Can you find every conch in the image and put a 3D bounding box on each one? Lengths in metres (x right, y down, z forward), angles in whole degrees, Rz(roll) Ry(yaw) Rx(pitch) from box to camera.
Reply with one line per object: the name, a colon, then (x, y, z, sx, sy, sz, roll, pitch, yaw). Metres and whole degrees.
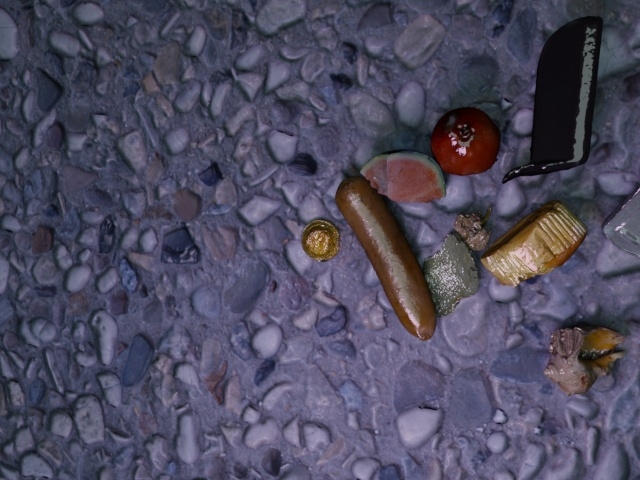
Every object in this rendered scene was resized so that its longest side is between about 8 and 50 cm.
conch: (0.679, 0.293, 1.207, 0.245, 0.178, 0.163, -9, 49, -11)

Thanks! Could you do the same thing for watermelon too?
watermelon: (0.237, -0.198, 1.266, 0.231, 0.146, 0.128, 2, 54, -11)

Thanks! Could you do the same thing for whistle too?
whistle: (0.862, -0.137, 1.108, 0.168, 0.188, 0.405, 35, 102, 9)

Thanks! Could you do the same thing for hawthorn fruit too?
hawthorn fruit: (0.375, -0.261, 1.220, 0.185, 0.202, 0.185, -1, 86, 18)

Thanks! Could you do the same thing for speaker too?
speaker: (0.571, -0.332, 1.180, 0.184, 0.180, 0.388, 6, 96, 19)

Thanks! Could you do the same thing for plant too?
plant: (0.431, -0.038, 1.298, 0.122, 0.104, 0.116, -36, 122, -12)

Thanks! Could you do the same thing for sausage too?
sausage: (0.194, 0.041, 1.321, 0.123, 0.136, 0.501, -31, 83, 33)

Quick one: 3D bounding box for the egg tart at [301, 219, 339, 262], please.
egg tart: (0.000, 0.000, 1.413, 0.130, 0.052, 0.130, 0, 92, 16)

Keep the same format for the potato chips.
potato chips: (0.357, 0.105, 1.322, 0.167, 0.059, 0.228, 42, 118, 17)

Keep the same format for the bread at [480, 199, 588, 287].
bread: (0.546, 0.015, 1.208, 0.250, 0.179, 0.133, -42, 88, 13)
